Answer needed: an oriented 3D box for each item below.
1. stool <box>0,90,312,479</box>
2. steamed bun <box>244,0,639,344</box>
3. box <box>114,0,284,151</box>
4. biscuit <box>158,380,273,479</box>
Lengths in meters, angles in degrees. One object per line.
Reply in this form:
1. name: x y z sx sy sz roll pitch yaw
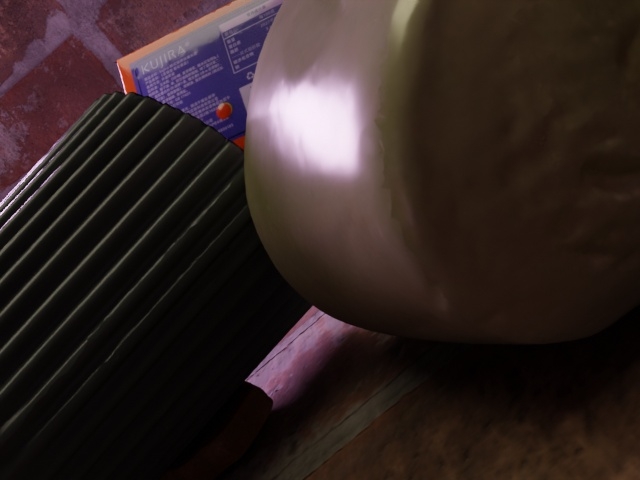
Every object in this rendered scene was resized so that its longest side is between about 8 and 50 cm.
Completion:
1. stool: -0.206 0.079 0.677 0.330 0.297 0.297 -52 14 -27
2. steamed bun: 0.145 -0.147 0.520 0.456 0.290 0.371 -44 12 -16
3. box: -0.088 -0.214 1.213 0.348 0.257 0.318 -23 -16 14
4. biscuit: -0.155 0.225 0.757 0.295 0.044 0.186 -30 18 42
